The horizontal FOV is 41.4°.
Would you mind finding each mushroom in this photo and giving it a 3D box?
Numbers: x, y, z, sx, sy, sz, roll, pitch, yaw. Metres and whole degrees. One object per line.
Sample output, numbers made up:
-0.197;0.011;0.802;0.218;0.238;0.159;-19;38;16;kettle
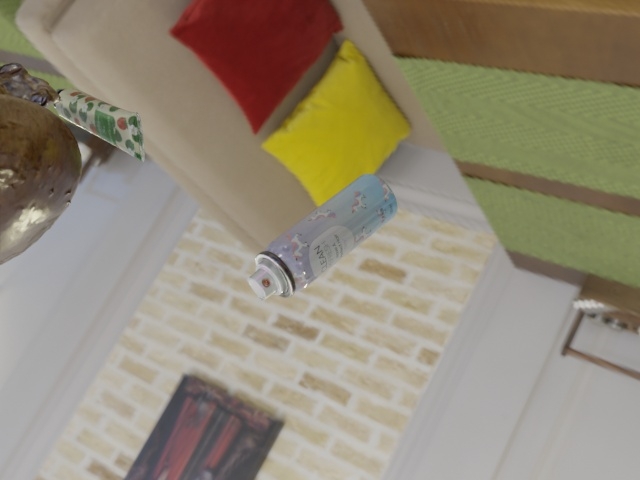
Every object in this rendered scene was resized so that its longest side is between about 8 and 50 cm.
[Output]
-0.486;-0.118;1.150;0.331;0.356;0.334;-6;168;31;mushroom

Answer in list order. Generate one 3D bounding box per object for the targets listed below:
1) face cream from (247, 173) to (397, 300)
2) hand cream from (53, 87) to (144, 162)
0.000;0.000;1.100;0.075;0.229;0.075;36;148;27;face cream
-0.411;-0.228;1.578;0.276;0.059;0.095;26;129;37;hand cream
